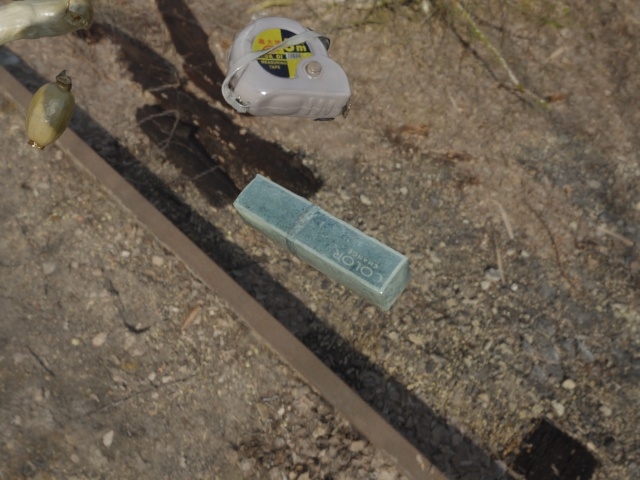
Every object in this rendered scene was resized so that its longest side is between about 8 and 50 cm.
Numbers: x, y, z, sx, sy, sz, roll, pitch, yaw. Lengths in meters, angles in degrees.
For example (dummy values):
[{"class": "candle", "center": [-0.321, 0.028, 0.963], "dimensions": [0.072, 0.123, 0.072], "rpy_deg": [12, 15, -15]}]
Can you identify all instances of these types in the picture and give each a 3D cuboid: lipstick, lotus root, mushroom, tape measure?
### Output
[{"class": "lipstick", "center": [0.000, 0.000, 0.865], "dimensions": [0.290, 0.076, 0.077], "rpy_deg": [30, 71, 28]}, {"class": "lotus root", "center": [-0.469, -0.224, 1.007], "dimensions": [0.073, 0.150, 0.062], "rpy_deg": [37, 15, 27]}, {"class": "mushroom", "center": [-0.433, -0.318, 0.841], "dimensions": [0.202, 0.059, 0.054], "rpy_deg": [-20, 10, -17]}, {"class": "tape measure", "center": [-0.072, -0.326, 1.093], "dimensions": [0.236, 0.120, 0.197], "rpy_deg": [-3, 71, -16]}]
